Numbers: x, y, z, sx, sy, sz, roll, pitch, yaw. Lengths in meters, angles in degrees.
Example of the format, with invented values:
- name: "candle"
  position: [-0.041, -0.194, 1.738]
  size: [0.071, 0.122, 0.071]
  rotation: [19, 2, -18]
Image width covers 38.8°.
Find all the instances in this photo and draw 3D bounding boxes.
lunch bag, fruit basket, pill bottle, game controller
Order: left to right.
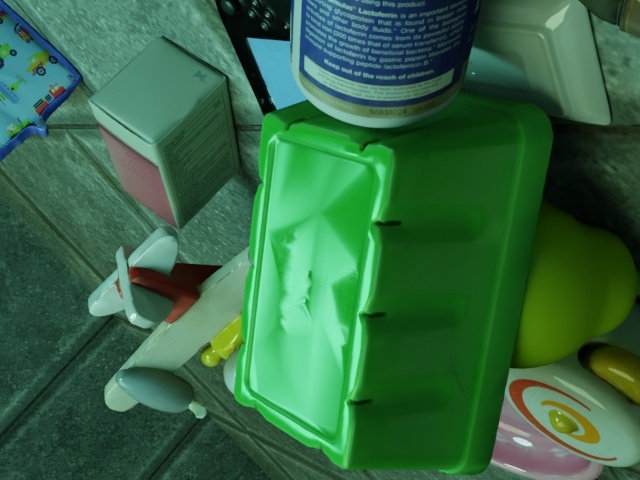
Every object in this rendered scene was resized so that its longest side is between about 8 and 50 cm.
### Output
- name: "lunch bag"
  position: [-0.574, -0.282, 1.555]
  size: [0.293, 0.221, 0.138]
  rotation: [39, 159, 4]
- name: "game controller"
  position: [-0.010, -0.158, 1.027]
  size: [0.166, 0.067, 0.319]
  rotation: [25, 149, 46]
- name: "pill bottle"
  position: [0.054, -0.226, 0.688]
  size: [0.153, 0.153, 0.264]
  rotation: [32, 147, 20]
- name: "fruit basket"
  position: [0.127, 0.031, 0.909]
  size: [0.283, 0.392, 0.392]
  rotation: [22, 152, 43]

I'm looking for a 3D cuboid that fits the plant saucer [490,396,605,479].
- name: "plant saucer"
  position: [0.258, 0.221, 1.297]
  size: [0.332, 0.084, 0.332]
  rotation: [27, 151, 16]

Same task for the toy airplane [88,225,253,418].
- name: "toy airplane"
  position: [-0.163, 0.127, 1.434]
  size: [0.272, 0.384, 0.386]
  rotation: [59, 157, 23]

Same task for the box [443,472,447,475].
- name: "box"
  position: [0.187, 0.291, 1.544]
  size: [0.158, 0.093, 0.156]
  rotation: [34, 146, 18]

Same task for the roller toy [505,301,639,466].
- name: "roller toy"
  position: [0.311, 0.160, 1.042]
  size: [0.209, 0.146, 0.191]
  rotation: [13, 146, 48]

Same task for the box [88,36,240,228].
- name: "box"
  position: [-0.218, -0.150, 1.317]
  size: [0.127, 0.148, 0.232]
  rotation: [34, 157, 18]

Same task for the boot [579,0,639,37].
- name: "boot"
  position: [0.188, -0.224, 0.589]
  size: [0.106, 0.082, 0.219]
  rotation: [28, 157, 23]

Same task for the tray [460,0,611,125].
- name: "tray"
  position: [0.132, -0.176, 0.848]
  size: [0.270, 0.030, 0.145]
  rotation: [20, 152, 42]
